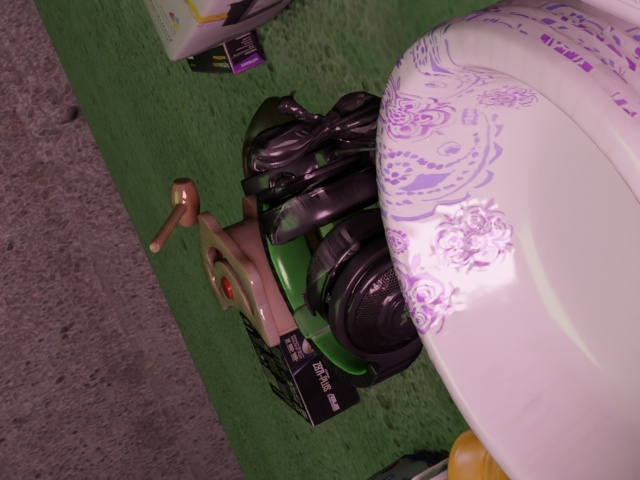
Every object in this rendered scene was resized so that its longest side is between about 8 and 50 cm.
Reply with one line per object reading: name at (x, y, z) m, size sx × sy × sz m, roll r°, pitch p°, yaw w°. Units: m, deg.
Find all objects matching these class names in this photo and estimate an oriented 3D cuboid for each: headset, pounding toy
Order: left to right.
pounding toy at (-0.119, 0.045, 1.361) m, size 0.269 × 0.154 × 0.154 m, roll 46°, pitch 152°, yaw 48°
headset at (0.000, 0.000, 1.033) m, size 0.243 × 0.185 × 0.394 m, roll 57°, pitch 156°, yaw 24°

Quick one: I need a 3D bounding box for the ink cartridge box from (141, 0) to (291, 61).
ink cartridge box at (-0.106, -0.312, 0.995) m, size 0.226 × 0.131 × 0.306 m, roll 65°, pitch 165°, yaw -4°

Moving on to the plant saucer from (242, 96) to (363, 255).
plant saucer at (-0.018, -0.019, 1.317) m, size 0.311 × 0.050 × 0.311 m, roll 56°, pitch 163°, yaw 26°

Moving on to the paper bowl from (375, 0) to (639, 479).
paper bowl at (0.159, 0.007, 0.554) m, size 0.284 × 0.148 × 0.284 m, roll 53°, pitch 156°, yaw 37°

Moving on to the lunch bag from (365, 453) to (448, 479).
lunch bag at (0.156, 0.409, 1.310) m, size 0.303 × 0.115 × 0.243 m, roll 64°, pitch 162°, yaw 1°

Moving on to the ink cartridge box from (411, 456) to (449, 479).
ink cartridge box at (0.165, 0.289, 1.131) m, size 0.143 × 0.092 × 0.090 m, roll 56°, pitch 163°, yaw 31°

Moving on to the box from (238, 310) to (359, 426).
box at (-0.034, 0.166, 1.590) m, size 0.180 × 0.077 × 0.147 m, roll 21°, pitch 134°, yaw 68°

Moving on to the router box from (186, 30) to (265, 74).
router box at (-0.134, -0.266, 1.302) m, size 0.179 × 0.046 × 0.133 m, roll 23°, pitch 137°, yaw 66°

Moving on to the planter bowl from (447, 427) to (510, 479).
planter bowl at (0.200, 0.249, 0.935) m, size 0.217 × 0.090 × 0.217 m, roll 164°, pitch 90°, yaw -70°

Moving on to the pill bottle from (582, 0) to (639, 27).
pill bottle at (0.152, -0.144, 0.379) m, size 0.283 × 0.160 × 0.160 m, roll 45°, pitch 155°, yaw 49°
